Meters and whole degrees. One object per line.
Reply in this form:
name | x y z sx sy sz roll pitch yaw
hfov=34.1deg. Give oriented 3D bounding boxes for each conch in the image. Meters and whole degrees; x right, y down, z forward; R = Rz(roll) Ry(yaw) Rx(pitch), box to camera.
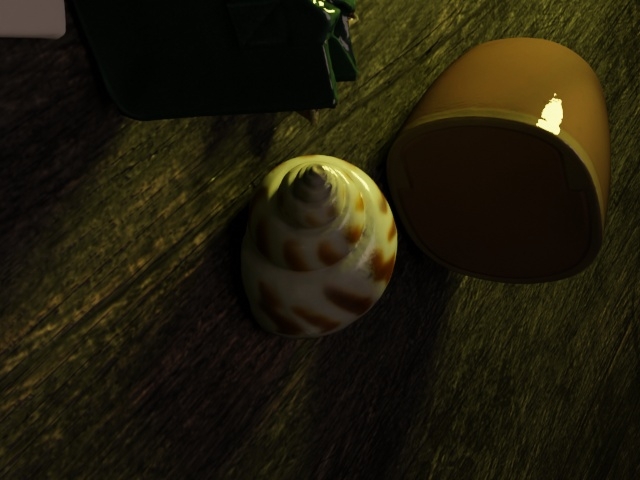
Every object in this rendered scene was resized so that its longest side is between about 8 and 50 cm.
conch | 0.000 0.000 1.120 0.275 0.149 0.182 56 46 -49

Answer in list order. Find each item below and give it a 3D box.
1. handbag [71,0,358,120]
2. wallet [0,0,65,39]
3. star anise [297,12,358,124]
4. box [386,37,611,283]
handbag | -0.106 -0.258 0.831 0.089 0.239 0.326 -53 137 -46
wallet | -0.251 -0.189 0.810 0.122 0.025 0.061 -12 108 -55
star anise | -0.018 -0.254 1.107 0.230 0.081 0.262 -20 123 -54
box | 0.251 -0.116 1.386 0.216 0.301 0.301 -65 144 -38
